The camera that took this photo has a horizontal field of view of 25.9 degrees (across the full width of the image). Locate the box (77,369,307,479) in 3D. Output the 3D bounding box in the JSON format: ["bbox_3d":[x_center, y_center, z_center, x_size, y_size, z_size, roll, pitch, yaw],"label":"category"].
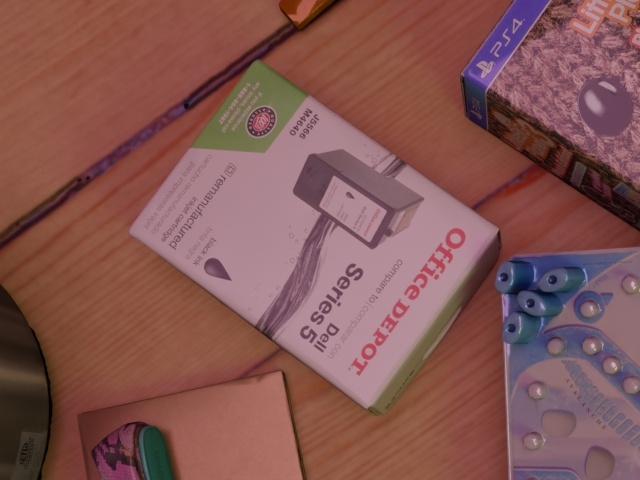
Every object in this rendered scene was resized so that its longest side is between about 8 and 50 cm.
[{"bbox_3d":[-0.114,0.219,1.280,0.201,0.021,0.164,-13,78,6],"label":"box"}]

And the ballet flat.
[{"bbox_3d":[-0.150,0.272,1.234,0.079,0.077,0.221,-28,72,21],"label":"ballet flat"}]

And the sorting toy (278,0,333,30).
[{"bbox_3d":[0.049,-0.357,1.355,0.307,0.041,0.229,-40,82,0],"label":"sorting toy"}]

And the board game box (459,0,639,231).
[{"bbox_3d":[0.308,-0.141,1.224,0.291,0.141,0.232,34,86,12],"label":"board game box"}]

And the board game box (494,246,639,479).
[{"bbox_3d":[0.320,0.194,1.060,0.390,0.050,0.390,-4,85,29],"label":"board game box"}]

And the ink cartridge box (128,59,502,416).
[{"bbox_3d":[0.000,0.000,1.255,0.273,0.115,0.198,35,86,12],"label":"ink cartridge box"}]

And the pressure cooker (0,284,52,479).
[{"bbox_3d":[-0.445,0.134,1.138,0.375,0.420,0.370,-21,78,4],"label":"pressure cooker"}]
